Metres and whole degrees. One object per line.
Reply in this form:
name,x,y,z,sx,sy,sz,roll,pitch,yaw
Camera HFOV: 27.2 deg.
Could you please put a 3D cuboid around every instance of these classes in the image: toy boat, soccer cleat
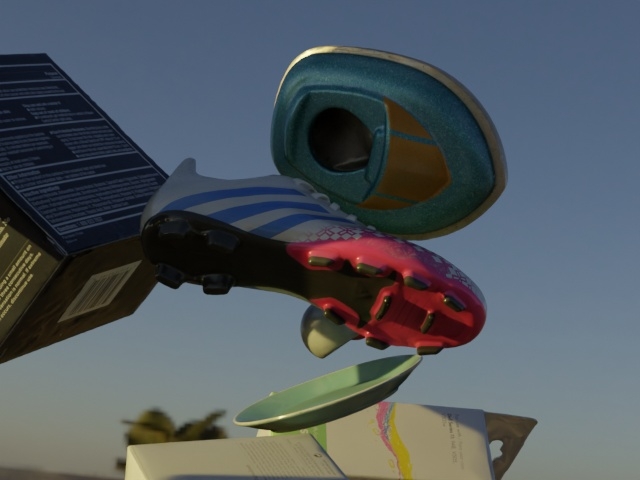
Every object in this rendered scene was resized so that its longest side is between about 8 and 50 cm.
toy boat,0.051,-0.035,1.373,0.267,0.318,0.148,17,20,23
soccer cleat,0.000,0.000,1.232,0.331,0.143,0.116,16,-48,0

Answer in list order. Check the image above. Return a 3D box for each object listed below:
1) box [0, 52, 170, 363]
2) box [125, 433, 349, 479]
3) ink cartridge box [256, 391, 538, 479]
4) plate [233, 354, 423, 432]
box,-0.334,-0.046,1.454,0.294,0.183,0.296,45,23,12
box,-0.076,0.244,1.121,0.170,0.130,0.091,1,18,-23
ink cartridge box,0.092,0.310,1.698,0.353,0.119,0.207,6,-41,-10
plate,0.010,0.147,1.240,0.188,0.024,0.188,-18,1,0
